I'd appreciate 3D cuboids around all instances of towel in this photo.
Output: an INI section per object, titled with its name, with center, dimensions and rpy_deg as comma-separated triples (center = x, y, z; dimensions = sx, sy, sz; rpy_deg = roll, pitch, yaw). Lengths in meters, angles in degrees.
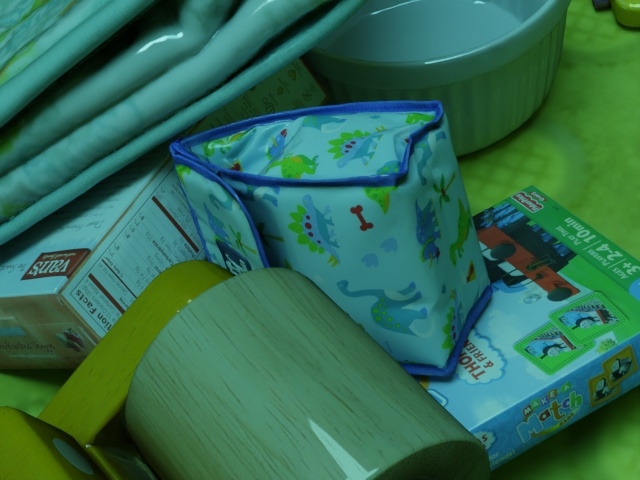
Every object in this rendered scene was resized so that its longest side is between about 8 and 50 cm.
[towel]
center = -0.119, -0.156, 0.843
dimensions = 0.374, 0.090, 0.320
rpy_deg = -30, 29, 14

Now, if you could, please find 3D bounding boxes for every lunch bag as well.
[lunch bag]
center = 0.000, 0.000, 0.725
dimensions = 0.151, 0.129, 0.096
rpy_deg = 2, 35, 29

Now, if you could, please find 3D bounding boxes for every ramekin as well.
[ramekin]
center = 0.068, -0.148, 0.914
dimensions = 0.207, 0.109, 0.207
rpy_deg = -5, 49, 6

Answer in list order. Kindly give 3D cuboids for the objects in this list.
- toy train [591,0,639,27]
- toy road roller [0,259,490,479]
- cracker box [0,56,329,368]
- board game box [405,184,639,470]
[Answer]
[toy train]
center = 0.264, -0.188, 0.953
dimensions = 0.125, 0.046, 0.166
rpy_deg = -30, 50, -14
[toy road roller]
center = -0.106, 0.150, 0.559
dimensions = 0.329, 0.240, 0.202
rpy_deg = -49, 54, 1
[cracker box]
center = -0.117, -0.026, 0.830
dimensions = 0.155, 0.067, 0.232
rpy_deg = -5, 40, 48
[board game box]
center = 0.077, 0.059, 0.756
dimensions = 0.211, 0.039, 0.160
rpy_deg = -28, 35, -13
